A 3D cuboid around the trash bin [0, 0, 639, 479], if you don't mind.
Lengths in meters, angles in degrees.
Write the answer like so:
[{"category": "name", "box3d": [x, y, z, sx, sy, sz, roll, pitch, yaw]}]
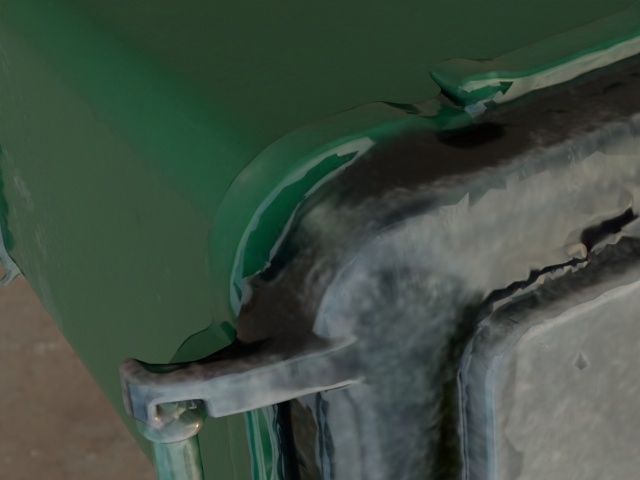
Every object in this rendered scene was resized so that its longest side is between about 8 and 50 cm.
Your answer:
[{"category": "trash bin", "box3d": [0.000, 0.000, 0.662, 0.295, 0.381, 0.259, -22, 125, -25]}]
